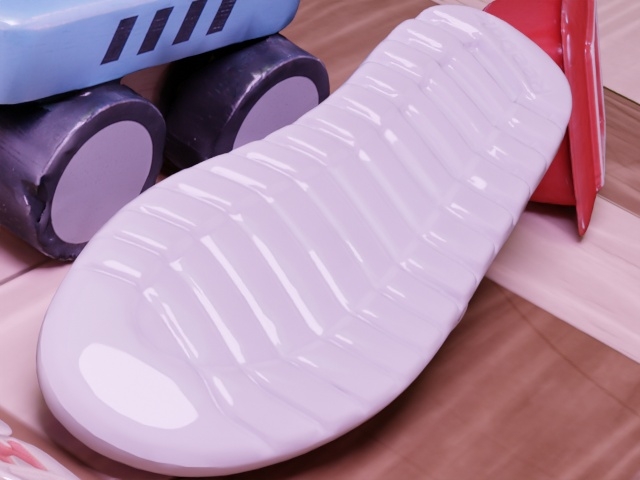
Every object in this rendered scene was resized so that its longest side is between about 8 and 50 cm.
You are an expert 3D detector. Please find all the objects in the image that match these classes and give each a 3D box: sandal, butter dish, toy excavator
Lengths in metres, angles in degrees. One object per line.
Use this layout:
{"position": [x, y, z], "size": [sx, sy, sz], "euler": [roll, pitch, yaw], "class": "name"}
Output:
{"position": [0.011, 0.010, 0.981], "size": [0.169, 0.102, 0.416], "euler": [41, 50, 13], "class": "sandal"}
{"position": [0.131, -0.099, 1.188], "size": [0.118, 0.160, 0.160], "euler": [-4, 28, 12], "class": "butter dish"}
{"position": [-0.164, -0.223, 0.934], "size": [0.222, 0.445, 0.433], "euler": [34, 35, 28], "class": "toy excavator"}

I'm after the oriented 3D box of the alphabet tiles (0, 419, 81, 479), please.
{"position": [-0.235, 0.066, 0.716], "size": [0.284, 0.021, 0.278], "euler": [19, 4, -43], "class": "alphabet tiles"}
